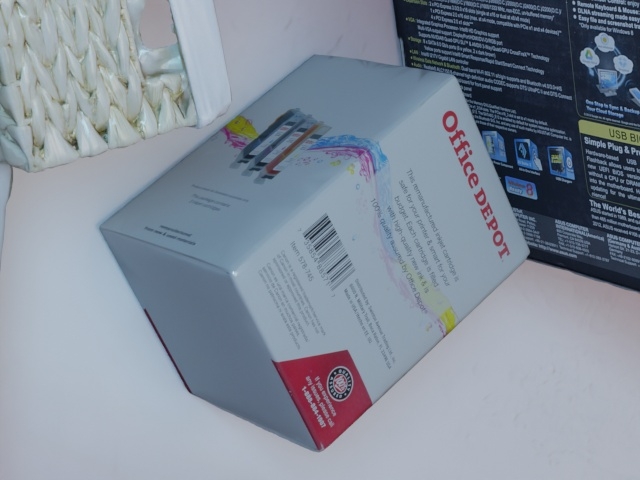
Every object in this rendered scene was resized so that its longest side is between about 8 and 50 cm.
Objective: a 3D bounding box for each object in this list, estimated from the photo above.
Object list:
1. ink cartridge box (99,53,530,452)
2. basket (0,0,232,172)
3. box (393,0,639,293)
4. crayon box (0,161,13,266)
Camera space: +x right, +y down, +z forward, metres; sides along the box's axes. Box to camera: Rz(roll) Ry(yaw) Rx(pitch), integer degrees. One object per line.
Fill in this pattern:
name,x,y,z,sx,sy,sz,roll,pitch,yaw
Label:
ink cartridge box,0.000,0.000,0.984,0.176,0.127,0.128,-40,123,-24
basket,-0.132,-0.106,0.827,0.103,0.167,0.113,-23,115,-28
box,0.188,-0.123,0.933,0.097,0.395,0.318,-24,115,-31
crayon box,-0.303,0.054,0.780,0.323,0.083,0.203,-1,101,-40
